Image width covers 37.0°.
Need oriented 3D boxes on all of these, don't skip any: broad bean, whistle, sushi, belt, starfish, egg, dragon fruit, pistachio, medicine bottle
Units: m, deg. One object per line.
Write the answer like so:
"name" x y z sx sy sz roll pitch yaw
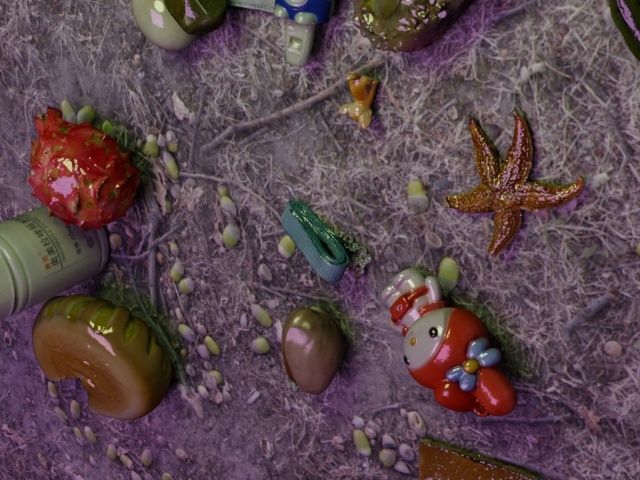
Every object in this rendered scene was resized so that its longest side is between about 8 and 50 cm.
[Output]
"broad bean" 0.437 -0.279 1.274 0.069 0.039 0.227 -27 92 36
"whistle" -0.025 -0.397 1.533 0.110 0.092 0.244 21 120 16
"sushi" 0.150 -0.355 1.416 0.241 0.107 0.161 16 122 30
"belt" 0.002 -0.004 1.714 0.179 0.100 0.065 51 134 27
"starfish" 0.288 -0.085 1.473 0.240 0.043 0.227 -1 110 35
"egg" -0.276 -0.410 1.703 0.114 0.114 0.152 -36 81 41
"dragon fruit" -0.492 -0.143 1.927 0.268 0.205 0.210 54 138 2
"pistachio" -0.019 0.202 1.777 0.124 0.124 0.185 17 119 30
"medicine bottle" -0.632 0.045 2.029 0.190 0.332 0.190 16 119 31

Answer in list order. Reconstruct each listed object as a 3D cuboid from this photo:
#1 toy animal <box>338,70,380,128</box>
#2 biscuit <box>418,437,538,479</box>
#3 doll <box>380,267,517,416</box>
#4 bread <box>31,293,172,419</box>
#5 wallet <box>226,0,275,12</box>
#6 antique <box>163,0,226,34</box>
"toy animal" 0.061 -0.229 1.561 0.060 0.081 0.083 23 102 24
"biscuit" 0.283 0.442 1.721 0.237 0.026 0.131 12 118 32
"doll" 0.210 0.180 1.589 0.161 0.130 0.290 -51 62 33
"bread" -0.471 0.242 2.097 0.333 0.160 0.333 17 131 20
"wallet" -0.117 -0.494 1.597 0.167 0.036 0.222 17 119 31
"antique" -0.228 -0.460 1.626 0.081 0.080 0.221 -25 79 55
